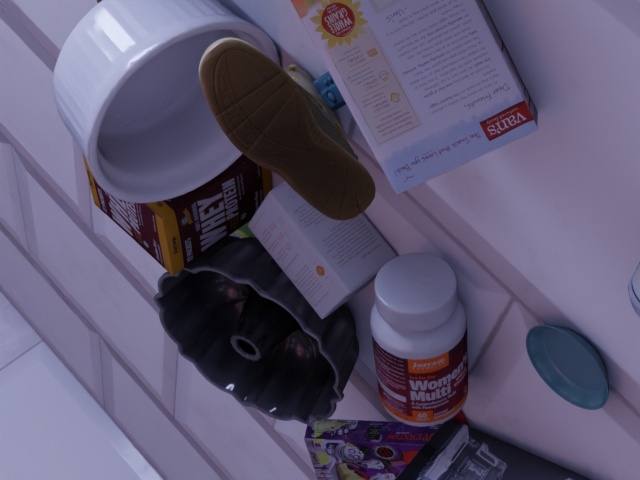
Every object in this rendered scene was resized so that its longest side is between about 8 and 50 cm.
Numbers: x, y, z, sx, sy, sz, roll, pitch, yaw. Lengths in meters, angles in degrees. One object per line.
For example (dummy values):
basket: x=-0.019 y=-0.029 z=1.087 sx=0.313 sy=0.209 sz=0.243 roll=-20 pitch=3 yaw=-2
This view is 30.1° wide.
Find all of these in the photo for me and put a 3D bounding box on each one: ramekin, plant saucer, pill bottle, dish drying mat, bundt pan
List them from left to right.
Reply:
ramekin: x=-0.199 y=-0.193 z=1.494 sx=0.135 sy=0.277 sz=0.277 roll=48 pitch=156 yaw=29
bundt pan: x=-0.082 y=0.120 z=1.793 sx=0.331 sy=0.124 sz=0.330 roll=24 pitch=144 yaw=19
pill bottle: x=0.126 y=0.127 z=1.510 sx=0.121 sy=0.121 sz=0.221 roll=35 pitch=149 yaw=34
dish drying mat: x=0.181 y=0.228 z=1.677 sx=0.032 sy=0.008 sz=0.083 roll=-3 pitch=120 yaw=59
plant saucer: x=0.288 y=0.141 z=1.367 sx=0.119 sy=0.021 sz=0.119 roll=41 pitch=152 yaw=27

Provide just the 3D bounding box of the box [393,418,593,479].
box: x=0.209 y=0.382 z=1.544 sx=0.307 sy=0.242 sz=0.076 roll=18 pitch=147 yaw=52

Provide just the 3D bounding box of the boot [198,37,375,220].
boot: x=-0.051 y=-0.158 z=1.362 sx=0.262 sy=0.095 sz=0.203 roll=41 pitch=-166 yaw=-30

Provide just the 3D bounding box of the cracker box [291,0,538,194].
cracker box: x=0.091 y=-0.181 z=1.143 sx=0.232 sy=0.156 sz=0.067 roll=61 pitch=-161 yaw=-14

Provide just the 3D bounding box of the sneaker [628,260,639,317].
sneaker: x=0.380 y=0.087 z=1.055 sx=0.258 sy=0.094 sz=0.091 roll=38 pitch=155 yaw=32

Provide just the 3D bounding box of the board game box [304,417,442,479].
board game box: x=0.111 y=0.404 z=1.845 sx=0.208 sy=0.056 sz=0.346 roll=-3 pitch=132 yaw=15

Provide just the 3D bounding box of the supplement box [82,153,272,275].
supplement box: x=-0.203 y=-0.093 z=1.705 sx=0.191 sy=0.194 sz=0.129 roll=40 pitch=152 yaw=27

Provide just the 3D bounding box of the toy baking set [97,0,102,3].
toy baking set: x=-0.269 y=-0.328 z=1.652 sx=0.256 sy=0.030 sz=0.197 roll=45 pitch=170 yaw=-28

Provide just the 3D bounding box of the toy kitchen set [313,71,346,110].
toy kitchen set: x=-0.007 y=-0.244 z=1.263 sx=0.207 sy=0.122 sz=0.166 roll=57 pitch=155 yaw=-6

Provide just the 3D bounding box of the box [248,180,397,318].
box: x=0.000 y=0.000 z=1.598 sx=0.170 sy=0.091 sz=0.130 roll=51 pitch=154 yaw=5

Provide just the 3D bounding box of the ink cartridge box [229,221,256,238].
ink cartridge box: x=-0.166 y=-0.018 z=1.907 sx=0.171 sy=0.056 sz=0.235 roll=30 pitch=149 yaw=41
